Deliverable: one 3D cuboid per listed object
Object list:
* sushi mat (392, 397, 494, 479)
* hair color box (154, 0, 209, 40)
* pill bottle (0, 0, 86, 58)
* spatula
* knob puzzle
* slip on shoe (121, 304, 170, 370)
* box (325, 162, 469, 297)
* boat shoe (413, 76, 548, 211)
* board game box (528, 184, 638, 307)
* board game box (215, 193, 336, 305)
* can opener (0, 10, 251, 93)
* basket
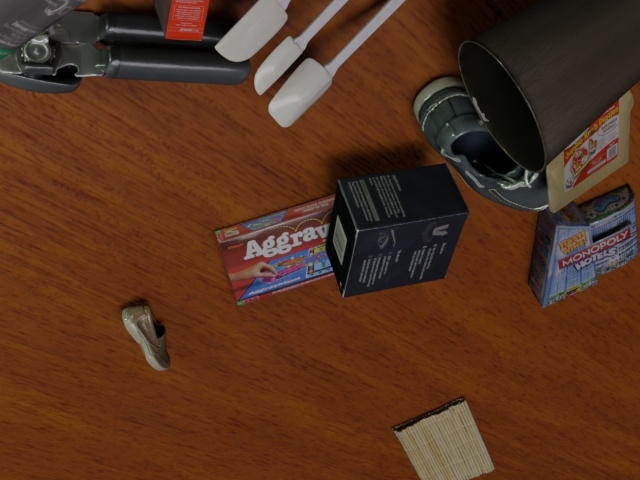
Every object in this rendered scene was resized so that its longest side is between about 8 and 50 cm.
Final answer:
[{"bbox_3d":[0.251,0.419,1.962,0.152,0.019,0.316,-26,138,2],"label":"sushi mat"},{"bbox_3d":[-0.137,-0.285,1.013,0.043,0.072,0.141,-2,135,-22],"label":"hair color box"},{"bbox_3d":[-0.212,-0.325,0.840,0.361,0.204,0.204,-32,138,9],"label":"pill bottle"},{"bbox_3d":[0.006,-0.254,1.109,0.242,0.019,0.168,-47,136,-3],"label":"spatula"},{"bbox_3d":[0.367,-0.159,1.371,0.213,0.030,0.213,-21,125,-33],"label":"knob puzzle"},{"bbox_3d":[-0.242,0.141,1.429,0.041,0.051,0.135,-22,131,3],"label":"slip on shoe"},{"bbox_3d":[0.099,-0.013,1.333,0.158,0.093,0.156,-9,145,-14],"label":"box"},{"bbox_3d":[0.243,-0.104,1.351,0.116,0.099,0.319,-39,136,18],"label":"boat shoe"},{"bbox_3d":[0.419,-0.003,1.566,0.194,0.060,0.194,-24,139,1],"label":"board game box"},{"bbox_3d":[0.000,0.000,1.406,0.281,0.027,0.145,-18,137,-6],"label":"board game box"},{"bbox_3d":[-0.222,-0.204,1.079,0.284,0.075,0.095,0,166,-24],"label":"can opener"},{"bbox_3d":[0.301,-0.218,1.156,0.227,0.154,0.204,-36,140,-6],"label":"basket"}]
